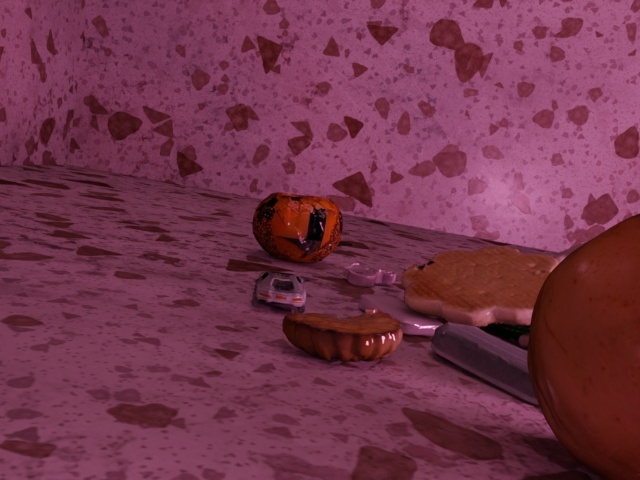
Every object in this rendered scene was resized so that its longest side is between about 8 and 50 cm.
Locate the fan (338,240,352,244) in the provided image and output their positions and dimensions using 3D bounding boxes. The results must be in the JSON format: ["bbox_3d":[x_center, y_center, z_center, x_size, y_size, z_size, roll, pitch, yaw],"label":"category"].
[{"bbox_3d":[0.000,0.000,2.134,0.153,0.008,0.227,15,8,27],"label":"fan"}]

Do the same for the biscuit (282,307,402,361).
[{"bbox_3d":[0.040,0.141,0.940,0.183,0.061,0.118,5,11,-22],"label":"biscuit"}]

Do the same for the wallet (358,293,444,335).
[{"bbox_3d":[0.143,0.137,1.213,0.095,0.033,0.190,8,9,-27],"label":"wallet"}]

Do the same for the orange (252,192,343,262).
[{"bbox_3d":[-0.059,-0.038,1.688,0.235,0.182,0.234,0,14,0],"label":"orange"}]

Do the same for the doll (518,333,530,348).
[{"bbox_3d":[0.483,0.183,1.139,0.183,0.085,0.217,4,1,-37],"label":"doll"}]

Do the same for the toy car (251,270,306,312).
[{"bbox_3d":[-0.075,0.087,1.207,0.096,0.056,0.205,8,8,-4],"label":"toy car"}]

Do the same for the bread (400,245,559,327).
[{"bbox_3d":[0.306,0.084,1.220,0.316,0.054,0.316,-5,20,2],"label":"bread"}]

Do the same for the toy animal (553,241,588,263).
[{"bbox_3d":[0.606,0.124,1.533,0.308,0.266,0.188,-43,19,-25],"label":"toy animal"}]

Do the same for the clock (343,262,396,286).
[{"bbox_3d":[0.117,0.082,1.549,0.129,0.041,0.087,-1,16,-34],"label":"clock"}]

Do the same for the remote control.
[{"bbox_3d":[0.271,0.183,0.975,0.104,0.052,0.247,2,14,-40],"label":"remote control"}]

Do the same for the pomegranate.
[{"bbox_3d":[0.372,0.128,0.636,0.339,0.337,0.338,10,8,-1],"label":"pomegranate"}]

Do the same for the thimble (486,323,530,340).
[{"bbox_3d":[0.384,0.141,1.276,0.118,0.090,0.130,6,9,-16],"label":"thimble"}]
